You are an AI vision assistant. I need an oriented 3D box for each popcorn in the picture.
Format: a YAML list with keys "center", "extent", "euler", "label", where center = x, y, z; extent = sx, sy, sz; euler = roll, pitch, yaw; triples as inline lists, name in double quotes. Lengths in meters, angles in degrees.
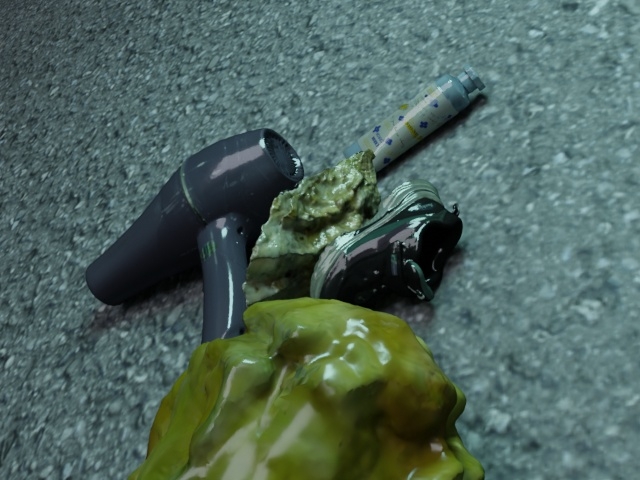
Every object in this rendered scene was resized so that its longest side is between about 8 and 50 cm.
- center: [-0.027, 0.176, 0.592]
  extent: [0.252, 0.215, 0.286]
  euler: [21, 71, 44]
  label: "popcorn"

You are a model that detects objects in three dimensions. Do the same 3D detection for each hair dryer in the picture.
- center: [-0.140, 0.068, 0.912]
  extent: [0.301, 0.121, 0.361]
  euler: [-34, 41, 24]
  label: "hair dryer"

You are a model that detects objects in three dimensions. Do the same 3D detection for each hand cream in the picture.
- center: [0.100, -0.129, 0.935]
  extent: [0.170, 0.043, 0.065]
  euler: [-35, 40, 12]
  label: "hand cream"

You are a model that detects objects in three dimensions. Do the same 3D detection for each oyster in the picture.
- center: [-0.002, 0.009, 0.831]
  extent: [0.072, 0.133, 0.209]
  euler: [12, 34, 29]
  label: "oyster"

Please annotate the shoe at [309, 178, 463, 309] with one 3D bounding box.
- center: [0.070, 0.023, 0.785]
  extent: [0.169, 0.071, 0.099]
  euler: [-45, 42, -7]
  label: "shoe"
